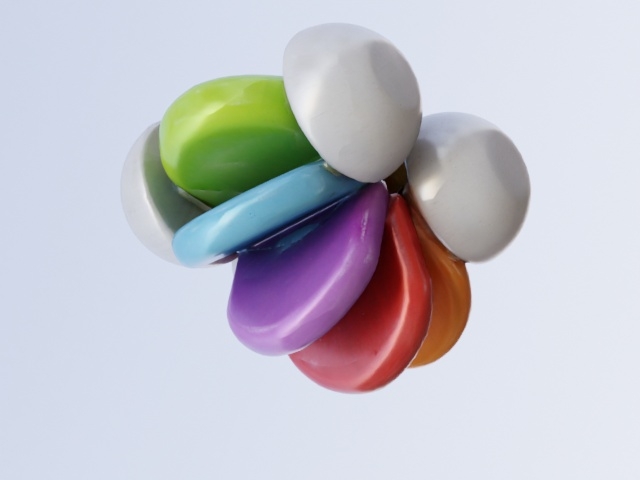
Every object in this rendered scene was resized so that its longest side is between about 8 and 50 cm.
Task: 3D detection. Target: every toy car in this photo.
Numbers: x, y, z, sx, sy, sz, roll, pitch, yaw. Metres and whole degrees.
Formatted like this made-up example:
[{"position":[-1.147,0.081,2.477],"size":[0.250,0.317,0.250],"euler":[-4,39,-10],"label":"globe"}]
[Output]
[{"position":[0.000,0.000,0.839],"size":[0.182,0.159,0.136],"euler":[35,-136,-36],"label":"toy car"}]
